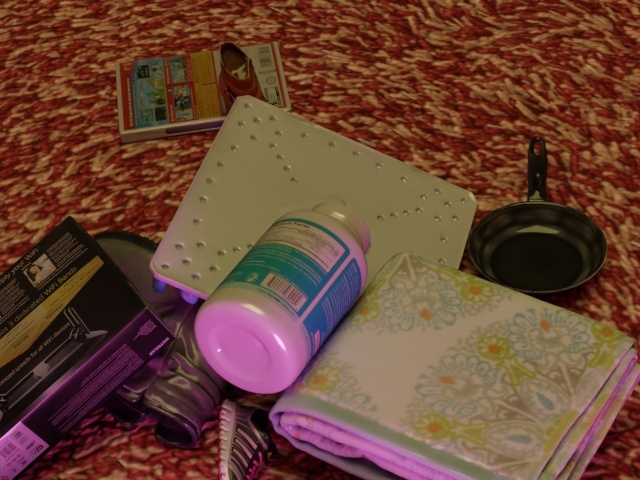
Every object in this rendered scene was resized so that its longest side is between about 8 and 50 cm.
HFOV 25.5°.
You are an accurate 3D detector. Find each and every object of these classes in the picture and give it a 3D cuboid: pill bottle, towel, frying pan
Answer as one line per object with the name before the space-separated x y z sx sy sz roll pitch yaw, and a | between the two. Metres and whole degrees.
pill bottle | -0.035 0.060 1.778 0.146 0.146 0.264 17 42 23
towel | 0.172 0.182 1.738 0.374 0.090 0.320 21 46 25
frying pan | 0.293 -0.025 2.075 0.197 0.053 0.326 -14 41 -9

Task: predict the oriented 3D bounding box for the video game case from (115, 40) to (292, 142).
video game case | -0.201 -0.254 2.395 0.285 0.025 0.204 -8 43 -3

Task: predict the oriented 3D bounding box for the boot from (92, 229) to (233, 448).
boot | -0.249 0.126 1.917 0.338 0.118 0.223 25 52 28

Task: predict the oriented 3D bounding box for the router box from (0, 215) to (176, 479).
router box | -0.374 0.145 1.852 0.309 0.081 0.243 -41 46 -5

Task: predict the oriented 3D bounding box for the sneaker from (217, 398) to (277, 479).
sneaker | -0.091 0.275 1.780 0.075 0.063 0.170 2 48 -5

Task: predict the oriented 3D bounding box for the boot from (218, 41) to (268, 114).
boot | -0.105 -0.209 2.227 0.073 0.152 0.197 -32 62 -16

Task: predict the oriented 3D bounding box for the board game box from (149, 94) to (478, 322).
board game box | 0.000 0.000 1.982 0.390 0.050 0.390 23 46 -1
